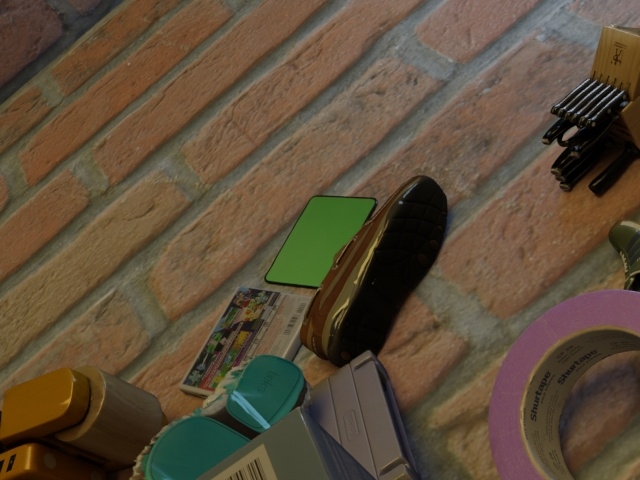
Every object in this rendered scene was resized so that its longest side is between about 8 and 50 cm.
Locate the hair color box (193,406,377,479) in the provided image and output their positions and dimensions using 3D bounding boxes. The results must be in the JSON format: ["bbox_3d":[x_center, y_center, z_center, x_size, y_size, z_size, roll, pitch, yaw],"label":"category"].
[{"bbox_3d":[0.013,0.348,1.104,0.185,0.374,0.113,-35,40,5],"label":"hair color box"}]

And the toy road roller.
[{"bbox_3d":[-0.400,0.353,1.592,0.329,0.202,0.241,-25,52,25],"label":"toy road roller"}]

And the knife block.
[{"bbox_3d":[0.453,-0.182,1.534,0.275,0.242,0.088,-4,25,-31],"label":"knife block"}]

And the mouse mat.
[{"bbox_3d":[0.000,0.000,1.765,0.152,0.007,0.190,5,56,42],"label":"mouse mat"}]

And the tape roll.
[{"bbox_3d":[0.325,0.197,1.173,0.275,0.090,0.275,-20,56,34],"label":"tape roll"}]

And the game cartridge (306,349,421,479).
[{"bbox_3d":[0.004,0.285,1.349,0.230,0.068,0.355,-38,16,8],"label":"game cartridge"}]

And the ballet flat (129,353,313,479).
[{"bbox_3d":[-0.110,0.264,1.263,0.147,0.147,0.409,-21,5,22],"label":"ballet flat"}]

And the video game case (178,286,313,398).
[{"bbox_3d":[-0.111,0.166,1.676,0.183,0.023,0.201,6,57,42],"label":"video game case"}]

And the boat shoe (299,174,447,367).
[{"bbox_3d":[0.070,0.036,1.582,0.120,0.122,0.324,8,57,47],"label":"boat shoe"}]

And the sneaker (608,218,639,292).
[{"bbox_3d":[0.403,0.033,1.334,0.086,0.064,0.192,-49,22,-2],"label":"sneaker"}]
